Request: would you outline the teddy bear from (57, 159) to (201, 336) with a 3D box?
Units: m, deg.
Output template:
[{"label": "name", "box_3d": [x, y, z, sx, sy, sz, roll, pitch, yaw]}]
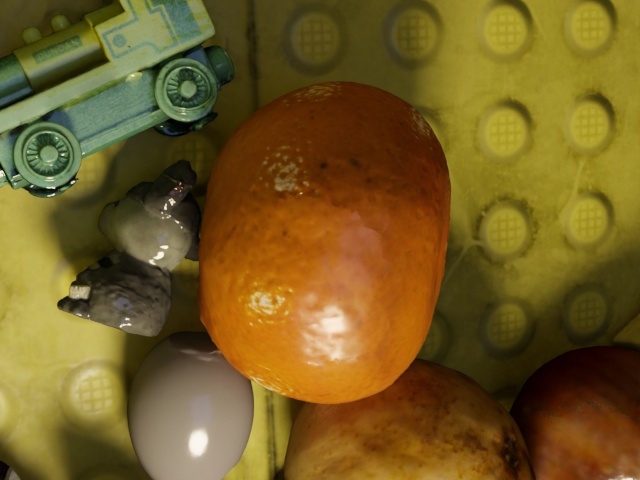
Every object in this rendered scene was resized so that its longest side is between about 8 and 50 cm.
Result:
[{"label": "teddy bear", "box_3d": [-0.241, 0.019, 1.543, 0.251, 0.144, 0.171, -64, 151, -17]}]

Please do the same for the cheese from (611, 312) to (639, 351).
[{"label": "cheese", "box_3d": [0.670, 0.186, 1.964, 0.265, 0.124, 0.242, -38, 109, -13]}]

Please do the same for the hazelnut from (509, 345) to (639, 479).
[{"label": "hazelnut", "box_3d": [0.468, 0.372, 1.787, 0.359, 0.359, 0.409, -41, 116, -11]}]

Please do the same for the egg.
[{"label": "egg", "box_3d": [-0.180, 0.245, 1.577, 0.176, 0.176, 0.231, -1, 99, -23]}]

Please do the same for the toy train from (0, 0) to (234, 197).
[{"label": "toy train", "box_3d": [-0.300, -0.207, 1.463, 0.369, 0.150, 0.237, -28, 101, -16]}]

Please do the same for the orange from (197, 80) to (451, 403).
[{"label": "orange", "box_3d": [0.000, 0.000, 1.493, 0.326, 0.424, 0.423, 8, 98, 12]}]

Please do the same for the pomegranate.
[{"label": "pomegranate", "box_3d": [0.104, 0.361, 1.645, 0.410, 0.410, 0.410, -5, 102, -23]}]

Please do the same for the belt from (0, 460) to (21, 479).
[{"label": "belt", "box_3d": [-0.452, 0.409, 1.504, 0.184, 0.164, 0.289, -26, 109, 10]}]
